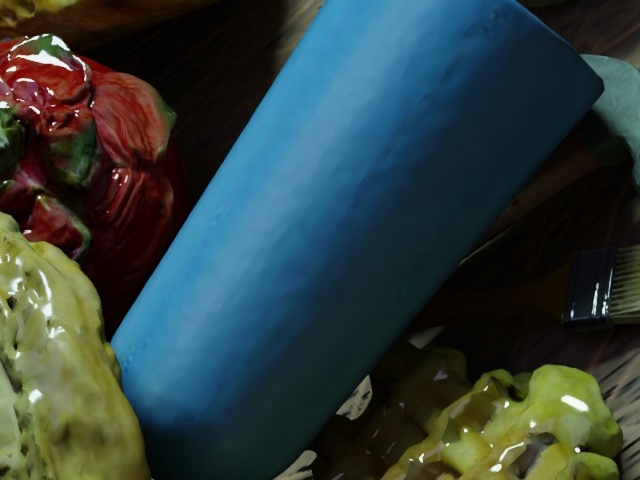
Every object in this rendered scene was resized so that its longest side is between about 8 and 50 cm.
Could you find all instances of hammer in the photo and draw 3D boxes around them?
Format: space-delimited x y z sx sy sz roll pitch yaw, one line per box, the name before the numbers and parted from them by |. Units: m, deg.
hammer | 0.058 0.007 0.995 0.288 0.033 0.111 -37 40 25

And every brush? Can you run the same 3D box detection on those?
brush | 0.097 0.026 0.924 0.170 0.014 0.043 -8 54 33

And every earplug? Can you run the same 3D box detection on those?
earplug | 0.000 0.000 0.922 0.273 0.132 0.132 -54 35 2

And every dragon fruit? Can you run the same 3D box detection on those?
dragon fruit | -0.176 -0.020 1.162 0.274 0.193 0.192 125 166 -77

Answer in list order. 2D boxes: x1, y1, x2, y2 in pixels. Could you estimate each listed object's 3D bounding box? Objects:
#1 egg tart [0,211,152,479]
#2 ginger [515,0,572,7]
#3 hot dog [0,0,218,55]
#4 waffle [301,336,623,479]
egg tart | -0.173 0.148 0.944 0.341 0.129 0.341 171 90 -66
ginger | 0.119 -0.190 1.021 0.193 0.115 0.122 -13 43 38
hot dog | -0.173 -0.212 1.280 0.405 0.185 0.223 -15 10 44
waffle | 0.020 0.183 0.874 0.281 0.058 0.300 2 61 53
